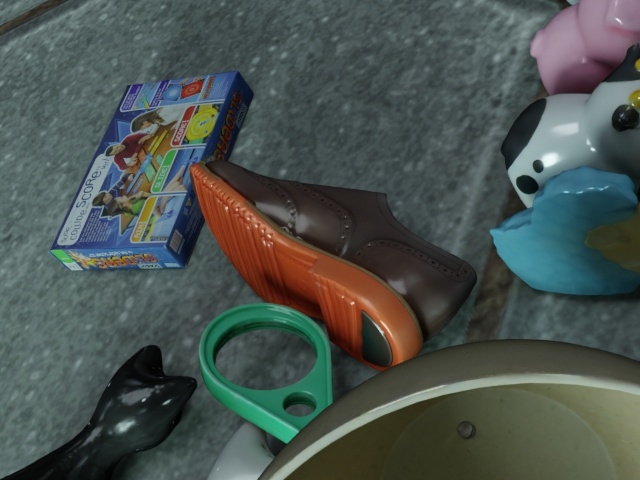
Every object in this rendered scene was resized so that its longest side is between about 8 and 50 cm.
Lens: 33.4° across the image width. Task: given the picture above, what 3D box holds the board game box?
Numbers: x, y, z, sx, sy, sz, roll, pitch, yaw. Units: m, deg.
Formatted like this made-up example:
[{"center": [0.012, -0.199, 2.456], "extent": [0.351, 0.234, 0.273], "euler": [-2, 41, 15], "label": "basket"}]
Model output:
[{"center": [-0.154, -0.065, 0.984], "extent": [0.136, 0.035, 0.201], "euler": [-1, 55, 31], "label": "board game box"}]

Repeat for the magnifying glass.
[{"center": [-0.010, 0.118, 0.706], "extent": [0.092, 0.026, 0.231], "euler": [-17, 43, -21], "label": "magnifying glass"}]

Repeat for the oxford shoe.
[{"center": [0.000, 0.000, 0.812], "extent": [0.098, 0.097, 0.271], "euler": [-36, 49, -23], "label": "oxford shoe"}]

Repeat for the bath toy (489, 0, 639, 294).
[{"center": [0.205, -0.136, 0.755], "extent": [0.151, 0.129, 0.348], "euler": [-5, 52, 29], "label": "bath toy"}]

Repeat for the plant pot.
[{"center": [0.093, 0.164, 0.516], "extent": [0.284, 0.284, 0.191], "euler": [-27, 10, 11], "label": "plant pot"}]

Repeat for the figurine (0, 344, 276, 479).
[{"center": [-0.128, 0.187, 0.735], "extent": [0.215, 0.092, 0.209], "euler": [25, 67, 41], "label": "figurine"}]
